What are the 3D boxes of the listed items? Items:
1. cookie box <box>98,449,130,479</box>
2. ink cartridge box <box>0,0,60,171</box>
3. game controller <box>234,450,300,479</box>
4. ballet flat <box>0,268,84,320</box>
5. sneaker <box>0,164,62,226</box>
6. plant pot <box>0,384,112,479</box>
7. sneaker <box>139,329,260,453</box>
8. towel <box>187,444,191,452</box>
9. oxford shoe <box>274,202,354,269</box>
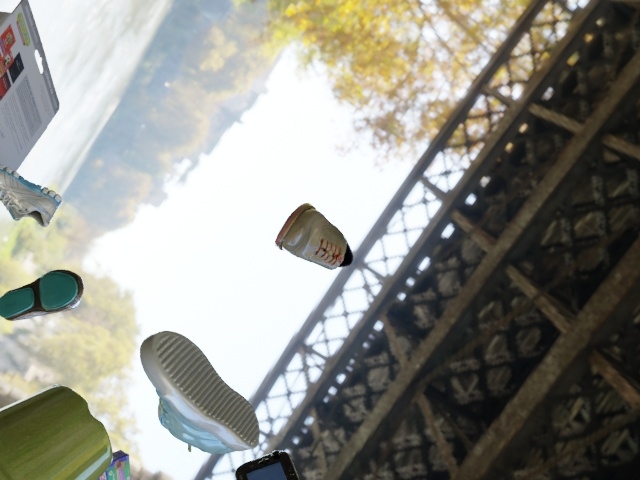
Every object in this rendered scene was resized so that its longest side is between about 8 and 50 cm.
[{"bbox_3d":[-0.518,0.573,2.168,0.040,0.107,0.092,12,-73,40],"label":"cookie box"},{"bbox_3d":[-0.681,-0.314,1.834,0.309,0.130,0.272,90,16,-48],"label":"ink cartridge box"},{"bbox_3d":[-0.139,0.668,2.420,0.319,0.166,0.067,-136,-142,-73],"label":"game controller"},{"bbox_3d":[-0.671,0.136,2.223,0.316,0.106,0.107,-11,-101,33],"label":"ballet flat"},{"bbox_3d":[-0.611,-0.086,1.773,0.071,0.190,0.083,-23,-133,49],"label":"sneaker"},{"bbox_3d":[-0.500,0.380,1.490,0.254,0.276,0.276,-33,174,-45],"label":"plant pot"},{"bbox_3d":[-0.253,0.302,1.632,0.150,0.366,0.135,-18,-137,16],"label":"sneaker"},{"bbox_3d":[-0.281,0.402,1.886,0.060,0.009,0.083,-106,-167,-57],"label":"towel"},{"bbox_3d":[0.000,0.000,2.042,0.123,0.130,0.348,-57,164,8],"label":"oxford shoe"}]
